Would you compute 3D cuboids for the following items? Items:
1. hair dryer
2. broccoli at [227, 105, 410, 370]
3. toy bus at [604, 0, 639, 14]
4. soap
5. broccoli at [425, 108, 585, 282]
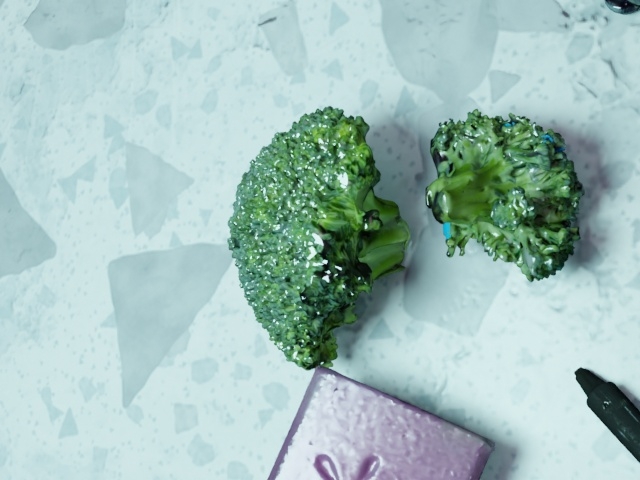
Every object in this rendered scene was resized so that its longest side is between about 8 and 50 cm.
[{"bbox_3d":[0.297,0.199,0.898,0.070,0.114,0.248,-47,44,7],"label":"hair dryer"},{"bbox_3d":[-0.003,0.002,1.035,0.176,0.198,0.226,-33,96,-15],"label":"broccoli"},{"bbox_3d":[0.335,-0.230,0.935,0.268,0.092,0.106,36,91,28],"label":"toy bus"},{"bbox_3d":[0.029,0.268,0.980,0.181,0.081,0.259,23,83,15],"label":"soap"},{"bbox_3d":[0.154,-0.041,0.964,0.154,0.160,0.167,-12,86,54],"label":"broccoli"}]
